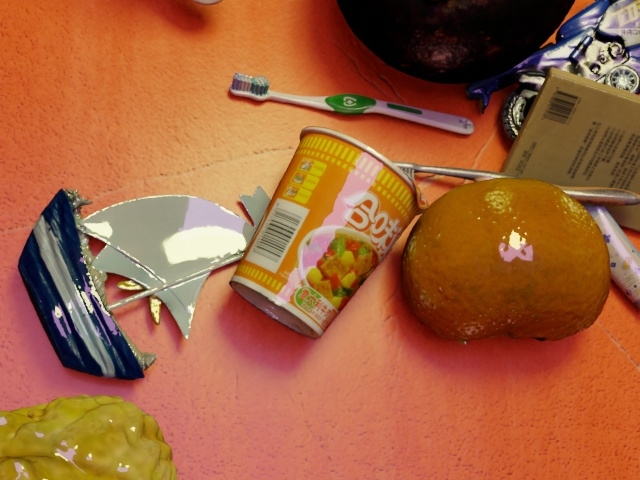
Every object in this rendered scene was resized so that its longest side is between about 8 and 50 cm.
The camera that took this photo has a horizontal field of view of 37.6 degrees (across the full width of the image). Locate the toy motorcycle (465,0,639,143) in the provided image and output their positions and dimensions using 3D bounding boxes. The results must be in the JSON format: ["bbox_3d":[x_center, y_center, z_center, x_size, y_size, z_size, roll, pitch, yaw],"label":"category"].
[{"bbox_3d":[0.334,-0.233,1.159,0.315,0.113,0.169,-32,79,-4],"label":"toy motorcycle"}]

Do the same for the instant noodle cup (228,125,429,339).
[{"bbox_3d":[0.000,0.000,1.005,0.168,0.168,0.185,32,78,-1],"label":"instant noodle cup"}]

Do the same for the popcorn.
[{"bbox_3d":[-0.231,0.256,0.851,0.251,0.206,0.237,33,52,-19],"label":"popcorn"}]

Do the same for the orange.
[{"bbox_3d":[0.211,0.015,1.038,0.237,0.158,0.179,3,54,-10],"label":"orange"}]

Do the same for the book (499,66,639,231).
[{"bbox_3d":[0.345,-0.100,1.113,0.230,0.161,0.026,17,31,-7],"label":"book"}]

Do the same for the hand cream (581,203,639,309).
[{"bbox_3d":[0.362,0.027,1.126,0.065,0.043,0.171,-42,86,20],"label":"hand cream"}]

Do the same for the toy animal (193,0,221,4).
[{"bbox_3d":[-0.161,-0.409,1.030,0.206,0.265,0.272,-32,84,-18],"label":"toy animal"}]

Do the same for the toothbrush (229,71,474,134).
[{"bbox_3d":[0.042,-0.161,1.126,0.303,0.030,0.030,9,72,-12],"label":"toothbrush"}]

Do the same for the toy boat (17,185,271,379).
[{"bbox_3d":[-0.165,0.015,1.008,0.291,0.067,0.221,-24,79,-21],"label":"toy boat"}]

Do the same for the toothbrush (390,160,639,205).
[{"bbox_3d":[0.220,-0.067,1.109,0.321,0.023,0.031,5,72,0],"label":"toothbrush"}]

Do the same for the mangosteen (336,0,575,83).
[{"bbox_3d":[0.149,-0.340,1.079,0.296,0.297,0.313,4,40,-11],"label":"mangosteen"}]
